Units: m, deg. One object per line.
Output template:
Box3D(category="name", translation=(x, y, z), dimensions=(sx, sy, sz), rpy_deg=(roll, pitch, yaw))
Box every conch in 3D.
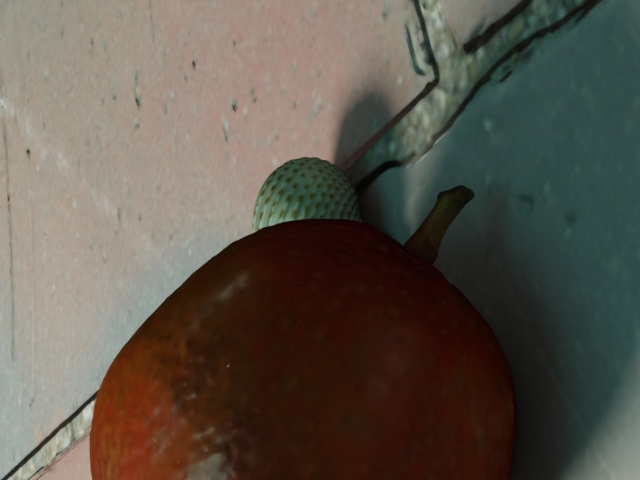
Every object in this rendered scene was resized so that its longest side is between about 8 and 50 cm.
Box3D(category="conch", translation=(-0.004, 0.000, 0.997), dimensions=(0.085, 0.057, 0.076), rpy_deg=(-126, 33, -44))

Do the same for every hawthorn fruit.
Box3D(category="hawthorn fruit", translation=(0.007, 0.072, 0.889), dimensions=(0.196, 0.196, 0.225), rpy_deg=(32, 93, 54))
